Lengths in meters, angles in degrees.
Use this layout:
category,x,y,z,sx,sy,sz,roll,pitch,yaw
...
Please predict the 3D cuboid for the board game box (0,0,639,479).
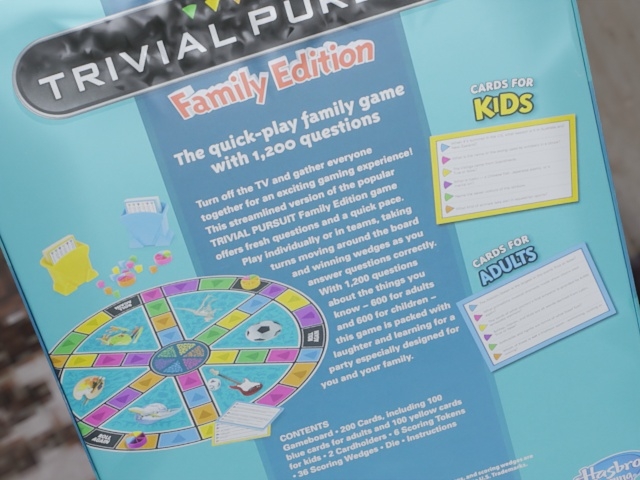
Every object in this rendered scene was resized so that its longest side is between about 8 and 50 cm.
category,x,y,z,sx,sy,sz,roll,pitch,yaw
board game box,0.000,0.000,0.779,0.079,0.254,0.336,-111,3,-61
